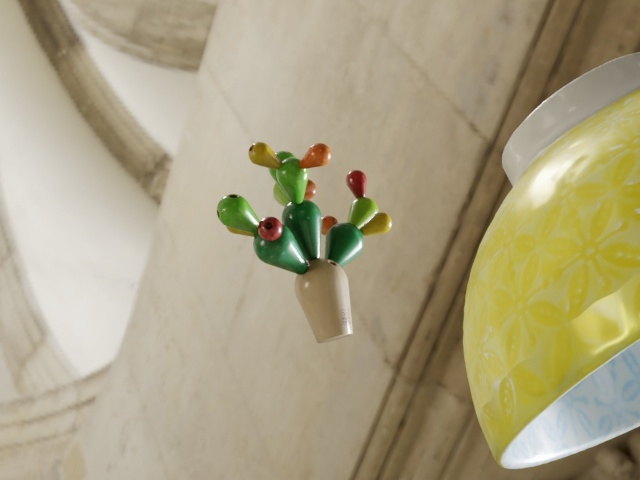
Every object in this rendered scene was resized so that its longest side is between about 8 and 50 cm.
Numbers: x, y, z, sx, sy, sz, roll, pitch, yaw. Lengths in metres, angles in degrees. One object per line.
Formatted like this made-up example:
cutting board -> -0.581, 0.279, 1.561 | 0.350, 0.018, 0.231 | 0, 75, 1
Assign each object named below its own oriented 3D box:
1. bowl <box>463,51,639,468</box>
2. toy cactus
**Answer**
bowl -> 0.189, -0.011, 0.674 | 0.289, 0.289, 0.156 | -6, -121, -41
toy cactus -> 0.000, 0.000, 1.106 | 0.219, 0.112, 0.181 | 3, -110, -62
